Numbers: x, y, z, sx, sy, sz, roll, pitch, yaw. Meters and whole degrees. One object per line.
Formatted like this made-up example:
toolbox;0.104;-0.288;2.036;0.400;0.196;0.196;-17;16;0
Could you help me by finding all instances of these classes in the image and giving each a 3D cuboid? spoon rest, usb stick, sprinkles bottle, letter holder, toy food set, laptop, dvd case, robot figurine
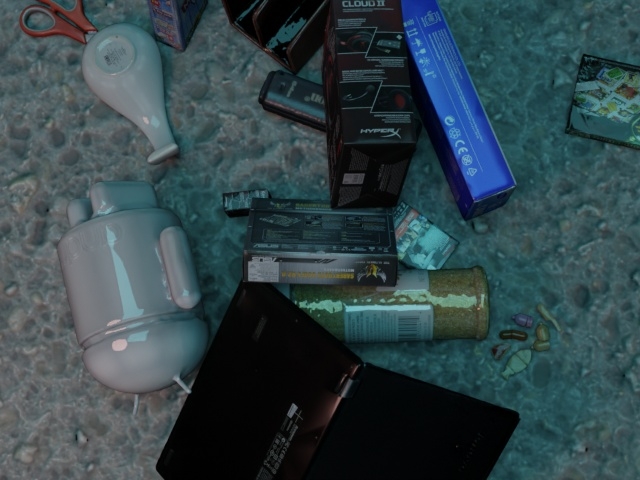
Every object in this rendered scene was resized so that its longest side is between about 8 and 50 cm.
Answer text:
spoon rest;-0.309;-0.244;1.745;0.137;0.084;0.276;-27;73;1
usb stick;0.034;-0.209;1.730;0.278;0.045;0.077;21;81;7
sprinkles bottle;0.084;0.105;1.640;0.355;0.121;0.121;-2;81;3
letter holder;-0.010;-0.457;1.686;0.152;0.214;0.302;39;85;9
toy food set;0.323;0.159;1.669;0.122;0.019;0.078;-38;80;5
laptop;0.011;0.311;1.594;0.408;0.236;0.382;37;109;34
dvd case;0.156;0.002;1.705;0.119;0.013;0.087;36;85;10
robot figurine;-0.291;0.085;1.622;0.300;0.199;0.354;-30;72;44

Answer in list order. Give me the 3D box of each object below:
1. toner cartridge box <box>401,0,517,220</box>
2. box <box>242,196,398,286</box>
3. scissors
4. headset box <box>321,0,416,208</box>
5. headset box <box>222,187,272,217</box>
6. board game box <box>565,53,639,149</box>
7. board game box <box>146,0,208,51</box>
toner cartridge box;0.204;-0.215;1.661;0.075;0.165;0.348;-21;81;0
box;0.000;0.000;1.598;0.231;0.183;0.056;2;118;-1
scissors;-0.387;-0.357;1.793;0.297;0.021;0.109;27;84;8
headset box;0.067;-0.225;1.594;0.110;0.218;0.293;-2;66;-5
headset box;-0.115;-0.061;1.708;0.083;0.062;0.032;-5;80;2
board game box;0.543;-0.213;1.707;0.259;0.030;0.136;14;80;6
board game box;-0.228;-0.437;1.708;0.060;0.194;0.194;23;84;7
